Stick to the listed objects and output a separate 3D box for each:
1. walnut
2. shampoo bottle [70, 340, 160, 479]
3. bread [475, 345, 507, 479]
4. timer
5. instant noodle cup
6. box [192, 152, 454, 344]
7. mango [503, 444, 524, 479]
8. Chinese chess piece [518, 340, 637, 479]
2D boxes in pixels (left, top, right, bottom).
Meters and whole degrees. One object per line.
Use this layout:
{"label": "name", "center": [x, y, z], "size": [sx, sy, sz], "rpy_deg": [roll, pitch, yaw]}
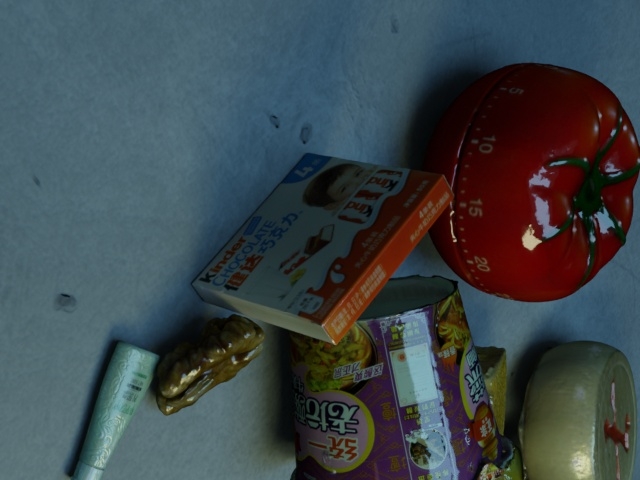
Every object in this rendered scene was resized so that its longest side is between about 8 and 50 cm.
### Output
{"label": "walnut", "center": [-0.153, 0.159, 1.556], "size": [0.170, 0.069, 0.143], "rpy_deg": [-32, 158, -28]}
{"label": "shampoo bottle", "center": [-0.269, 0.226, 1.498], "size": [0.069, 0.041, 0.191], "rpy_deg": [32, 78, -50]}
{"label": "bread", "center": [0.247, 0.326, 1.946], "size": [0.185, 0.114, 0.275], "rpy_deg": [-31, 121, -70]}
{"label": "timer", "center": [0.331, -0.091, 1.846], "size": [0.378, 0.279, 0.378], "rpy_deg": [-14, 110, -45]}
{"label": "instant noodle cup", "center": [0.101, 0.205, 1.678], "size": [0.340, 0.340, 0.266], "rpy_deg": [-18, 104, -41]}
{"label": "box", "center": [0.000, 0.000, 1.549], "size": [0.273, 0.265, 0.048], "rpy_deg": [-51, 129, -24]}
{"label": "mango", "center": [0.311, 0.456, 2.086], "size": [0.130, 0.092, 0.195], "rpy_deg": [23, 81, -14]}
{"label": "Chinese chess piece", "center": [0.484, 0.353, 2.154], "size": [0.338, 0.140, 0.338], "rpy_deg": [0, 90, -60]}
